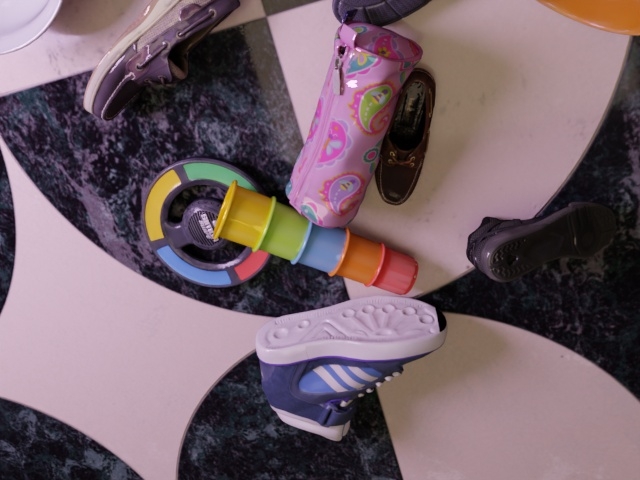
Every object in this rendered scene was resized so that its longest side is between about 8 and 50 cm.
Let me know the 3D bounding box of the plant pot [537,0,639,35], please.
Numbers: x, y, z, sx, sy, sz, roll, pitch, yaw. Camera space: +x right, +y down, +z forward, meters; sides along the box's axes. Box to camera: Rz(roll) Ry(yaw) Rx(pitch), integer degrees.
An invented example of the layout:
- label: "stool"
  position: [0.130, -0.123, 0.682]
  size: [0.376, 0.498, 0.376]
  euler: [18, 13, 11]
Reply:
- label: "plant pot"
  position: [0.339, -0.368, 0.721]
  size: [0.205, 0.205, 0.188]
  euler: [28, 100, -3]

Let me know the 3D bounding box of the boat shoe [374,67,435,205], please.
- label: "boat shoe"
  position: [0.119, -0.142, 0.919]
  size: [0.073, 0.073, 0.207]
  euler: [8, 117, 4]

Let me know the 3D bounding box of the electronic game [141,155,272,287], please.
- label: "electronic game"
  position: [-0.180, -0.026, 1.037]
  size: [0.229, 0.048, 0.230]
  euler: [4, 114, 8]

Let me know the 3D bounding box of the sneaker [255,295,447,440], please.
- label: "sneaker"
  position: [0.060, 0.229, 1.080]
  size: [0.322, 0.130, 0.236]
  euler: [-8, 122, 8]

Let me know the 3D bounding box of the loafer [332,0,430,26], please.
- label: "loafer"
  position: [0.137, -0.387, 0.805]
  size: [0.302, 0.095, 0.109]
  euler: [-32, 133, 33]

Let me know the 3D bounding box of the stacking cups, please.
- label: "stacking cups"
  position: [0.000, 0.000, 0.981]
  size: [0.316, 0.096, 0.096]
  euler: [18, 117, -14]

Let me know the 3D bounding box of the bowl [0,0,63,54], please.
- label: "bowl"
  position: [-0.469, -0.411, 0.850]
  size: [0.297, 0.134, 0.298]
  euler: [0, 123, -1]

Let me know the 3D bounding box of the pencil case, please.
- label: "pencil case"
  position: [0.036, -0.158, 0.879]
  size: [0.124, 0.124, 0.284]
  euler: [20, 126, 0]

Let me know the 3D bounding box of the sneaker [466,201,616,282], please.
- label: "sneaker"
  position: [0.316, -0.009, 0.947]
  size: [0.227, 0.130, 0.087]
  euler: [-19, 107, -12]

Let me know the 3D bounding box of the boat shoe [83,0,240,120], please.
- label: "boat shoe"
  position: [-0.228, -0.266, 0.909]
  size: [0.092, 0.103, 0.285]
  euler: [45, 108, -6]
